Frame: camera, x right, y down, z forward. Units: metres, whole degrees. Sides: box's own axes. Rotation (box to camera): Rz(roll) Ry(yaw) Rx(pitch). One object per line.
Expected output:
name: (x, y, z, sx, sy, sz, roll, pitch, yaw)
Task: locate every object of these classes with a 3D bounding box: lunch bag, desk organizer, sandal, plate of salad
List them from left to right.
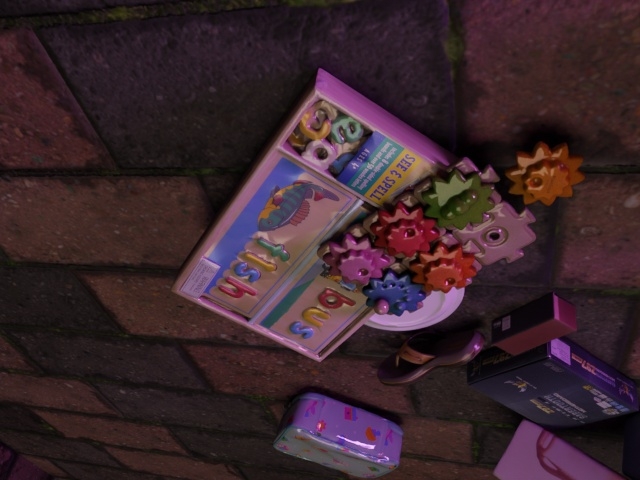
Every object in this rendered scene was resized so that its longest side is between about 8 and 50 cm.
lunch bag: (0.033, 0.454, 1.427, 0.279, 0.108, 0.224, 22, 147, -6)
plate of salad: (0.123, 0.075, 0.968, 0.199, 0.048, 0.200, 2, 135, 2)
sandal: (0.181, 0.192, 1.070, 0.219, 0.090, 0.060, -28, 109, 44)
desk organizer: (0.334, 0.135, 0.972, 0.050, 0.047, 0.130, 28, 141, -20)

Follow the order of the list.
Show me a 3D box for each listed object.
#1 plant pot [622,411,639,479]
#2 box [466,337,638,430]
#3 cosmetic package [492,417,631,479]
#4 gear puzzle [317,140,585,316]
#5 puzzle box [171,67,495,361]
plant pot: (0.667, 0.376, 1.075, 0.165, 0.166, 0.234, 32, 149, -20)
box: (0.405, 0.253, 1.085, 0.232, 0.059, 0.183, 31, 141, -20)
cosmetic package: (0.492, 0.467, 1.136, 0.296, 0.129, 0.153, 28, 177, 35)
gear puzzle: (0.168, -0.003, 0.756, 0.338, 0.044, 0.175, -33, 120, 30)
puzzle box: (0.000, 0.000, 0.845, 0.272, 0.052, 0.409, 28, 128, -17)
